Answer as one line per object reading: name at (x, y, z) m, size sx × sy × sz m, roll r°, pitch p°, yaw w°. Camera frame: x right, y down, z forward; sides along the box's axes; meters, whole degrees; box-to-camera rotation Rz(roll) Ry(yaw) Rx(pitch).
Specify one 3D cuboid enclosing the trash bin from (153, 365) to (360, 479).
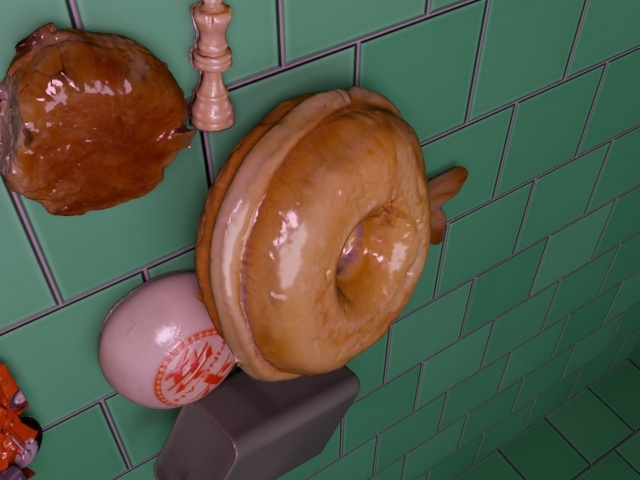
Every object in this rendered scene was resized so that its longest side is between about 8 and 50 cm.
trash bin at (-0.116, 0.334, 1.292) m, size 0.343 × 0.158 × 0.223 m, roll -13°, pitch 137°, yaw -52°

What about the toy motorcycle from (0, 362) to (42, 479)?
toy motorcycle at (-0.490, 0.263, 0.934) m, size 0.221 × 0.147 × 0.326 m, roll -47°, pitch 142°, yaw -37°

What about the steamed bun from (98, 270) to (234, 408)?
steamed bun at (-0.215, 0.166, 1.088) m, size 0.231 × 0.145 × 0.232 m, roll -25°, pitch 142°, yaw -22°

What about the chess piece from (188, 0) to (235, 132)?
chess piece at (-0.131, -0.216, 0.852) m, size 0.060 × 0.060 × 0.172 m, roll -20°, pitch 137°, yaw -28°

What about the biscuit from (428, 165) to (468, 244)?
biscuit at (0.171, -0.063, 1.297) m, size 0.207 × 0.047 × 0.164 m, roll -5°, pitch 124°, yaw -41°

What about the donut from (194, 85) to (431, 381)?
donut at (0.000, 0.000, 1.019) m, size 0.448 × 0.198 × 0.449 m, roll -33°, pitch 136°, yaw -40°

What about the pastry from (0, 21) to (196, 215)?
pastry at (-0.256, -0.130, 0.781) m, size 0.218 × 0.100 × 0.229 m, roll -30°, pitch 148°, yaw -11°
